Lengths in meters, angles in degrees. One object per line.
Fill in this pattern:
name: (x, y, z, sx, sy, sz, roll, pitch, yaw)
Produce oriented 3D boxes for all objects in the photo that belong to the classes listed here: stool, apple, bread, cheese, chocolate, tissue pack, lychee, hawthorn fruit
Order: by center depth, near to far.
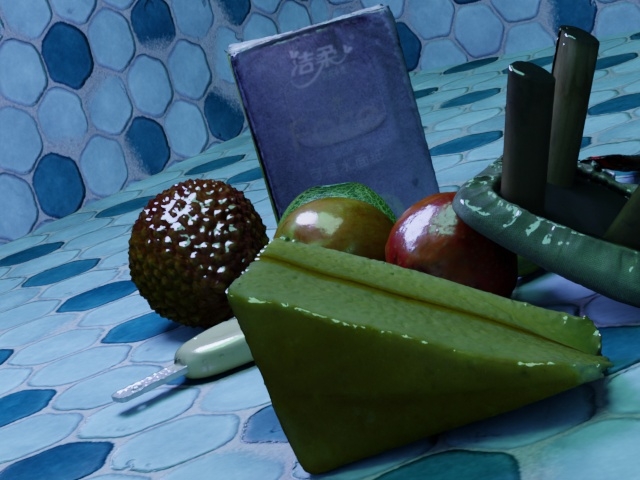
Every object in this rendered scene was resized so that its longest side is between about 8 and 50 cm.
bread: (0.123, 0.086, 1.607, 0.361, 0.245, 0.233, -17, 11, 15)
stool: (0.367, -0.097, 1.835, 0.310, 0.226, 0.310, 27, 30, 15)
hawthorn fruit: (0.161, 0.033, 1.938, 0.200, 0.179, 0.179, -34, 14, -3)
cheese: (-0.179, 0.169, 2.038, 0.255, 0.050, 0.127, -23, 14, -27)
apple: (0.025, 0.034, 2.041, 0.196, 0.196, 0.196, -16, 13, 4)
lychee: (-0.189, 0.027, 2.292, 0.236, 0.236, 0.271, -18, 38, -5)
chocolate: (0.492, -0.124, 2.371, 0.086, 0.028, 0.182, -2, -1, 41)
tissue pack: (0.029, -0.176, 2.460, 0.288, 0.394, 0.124, -17, 13, -6)

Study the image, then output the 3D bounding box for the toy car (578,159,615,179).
toy car: (0.375, -0.079, 2.310, 0.191, 0.100, 0.097, 20, 33, 36)

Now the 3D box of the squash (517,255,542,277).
squash: (0.314, 0.004, 2.074, 0.201, 0.066, 0.066, -26, 16, -37)

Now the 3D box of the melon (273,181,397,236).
melon: (0.000, 0.000, 2.215, 0.265, 0.169, 0.129, -7, 2, 43)
